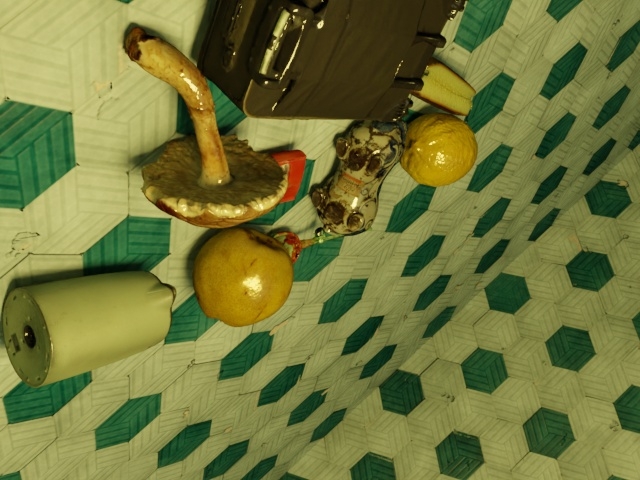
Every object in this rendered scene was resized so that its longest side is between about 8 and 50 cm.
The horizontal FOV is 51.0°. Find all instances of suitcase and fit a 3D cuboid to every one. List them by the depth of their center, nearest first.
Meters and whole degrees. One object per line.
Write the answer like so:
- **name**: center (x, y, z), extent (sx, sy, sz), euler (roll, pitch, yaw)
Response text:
- **suitcase**: center (0.023, -0.336, 1.061), extent (0.433, 0.194, 0.283), euler (-12, 138, -46)

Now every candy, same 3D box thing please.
- **candy**: center (0.001, -0.001, 1.546), extent (0.287, 0.084, 0.078), euler (-13, 99, -26)

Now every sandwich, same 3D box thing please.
- **sandwich**: center (0.254, -0.344, 1.479), extent (0.244, 0.088, 0.090), euler (9, 113, -52)

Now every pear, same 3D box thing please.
- **pear**: center (-0.161, 0.078, 1.364), extent (0.208, 0.209, 0.209), euler (-32, 149, -22)

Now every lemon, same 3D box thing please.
- **lemon**: center (0.275, -0.212, 1.580), extent (0.181, 0.180, 0.193), euler (-62, 169, 28)

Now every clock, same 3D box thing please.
- **clock**: center (-0.113, -0.122, 1.311), extent (0.155, 0.061, 0.113), euler (-17, 141, -36)

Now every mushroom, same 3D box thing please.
- **mushroom**: center (-0.174, -0.136, 1.012), extent (0.302, 0.232, 0.208), euler (72, 28, -66)

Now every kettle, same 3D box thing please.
- **kettle**: center (-0.414, 0.148, 1.189), extent (0.240, 0.165, 0.255), euler (-29, 171, 40)

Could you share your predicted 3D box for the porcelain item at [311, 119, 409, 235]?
- **porcelain item**: center (0.094, -0.146, 1.498), extent (0.186, 0.138, 0.288), euler (-34, 150, -55)
